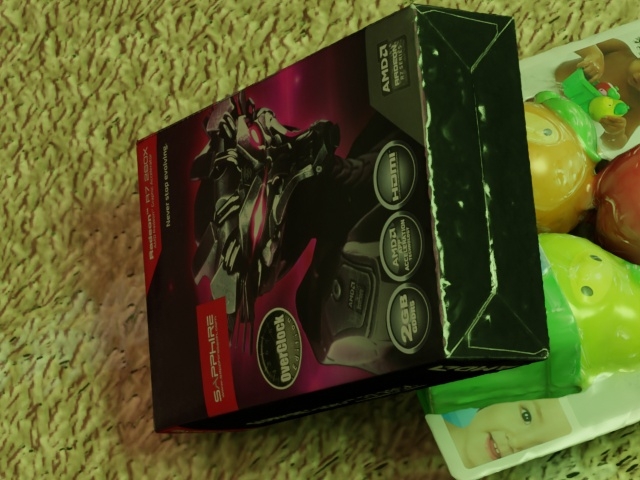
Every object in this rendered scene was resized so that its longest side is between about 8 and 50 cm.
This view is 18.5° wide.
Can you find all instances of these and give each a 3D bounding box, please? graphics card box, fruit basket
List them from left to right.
[{"bbox_3d":[0.000,0.000,1.366,0.371,0.094,0.233,-18,72,53],"label":"graphics card box"},{"bbox_3d":[0.203,-0.020,1.434,0.353,0.165,0.327,-22,58,1],"label":"fruit basket"}]
